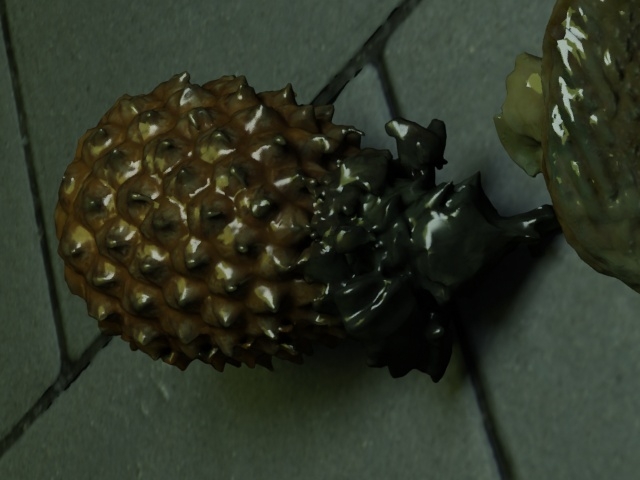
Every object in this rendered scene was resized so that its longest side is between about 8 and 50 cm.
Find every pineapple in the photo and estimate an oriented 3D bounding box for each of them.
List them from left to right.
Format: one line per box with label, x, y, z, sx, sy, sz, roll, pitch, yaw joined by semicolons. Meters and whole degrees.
pineapple;-0.001;0.001;1.274;0.357;0.223;0.222;9;89;38

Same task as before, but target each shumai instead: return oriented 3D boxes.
shumai;0.194;-0.069;1.073;0.153;0.161;0.209;-157;44;-82
